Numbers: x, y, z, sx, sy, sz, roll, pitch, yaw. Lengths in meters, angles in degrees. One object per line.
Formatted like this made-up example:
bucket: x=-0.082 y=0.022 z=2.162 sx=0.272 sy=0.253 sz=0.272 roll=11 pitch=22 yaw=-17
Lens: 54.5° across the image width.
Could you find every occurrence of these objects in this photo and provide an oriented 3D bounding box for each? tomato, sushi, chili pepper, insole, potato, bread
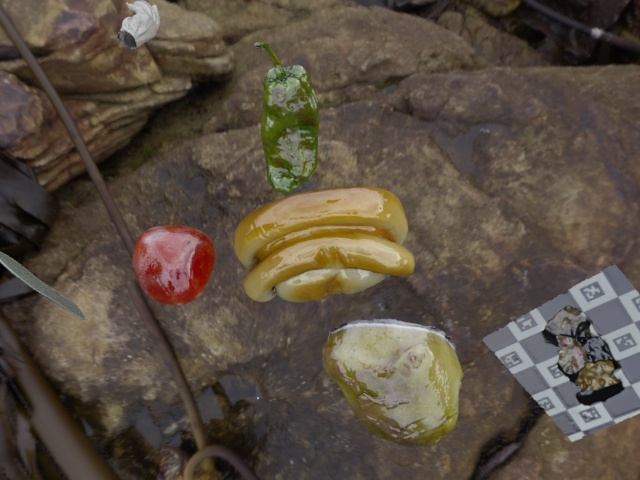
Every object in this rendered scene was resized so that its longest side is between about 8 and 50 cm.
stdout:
tomato: x=-0.320 y=0.048 z=1.336 sx=0.186 sy=0.151 sz=0.187 roll=2 pitch=67 yaw=-5
sushi: x=0.349 y=0.140 z=0.805 sx=0.192 sy=0.050 sz=0.215 roll=-36 pitch=106 yaw=25
chili pepper: x=-0.036 y=-0.153 z=0.733 sx=0.072 sy=0.204 sz=0.073 roll=-3 pitch=43 yaw=-4
insole: x=-0.529 y=0.090 z=1.185 sx=0.003 sy=0.232 sz=0.080 roll=-43 pitch=45 yaw=-6
potato: x=0.147 y=0.288 z=1.206 sx=0.299 sy=0.246 sz=0.196 roll=31 pitch=48 yaw=-35
bread: x=0.006 y=0.020 z=1.512 sx=0.423 sy=0.329 sz=0.246 roll=-12 pitch=82 yaw=8

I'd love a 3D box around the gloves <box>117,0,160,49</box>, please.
gloves: x=-0.193 y=-0.226 z=0.660 sx=0.037 sy=0.044 sz=0.081 roll=13 pitch=61 yaw=-12
